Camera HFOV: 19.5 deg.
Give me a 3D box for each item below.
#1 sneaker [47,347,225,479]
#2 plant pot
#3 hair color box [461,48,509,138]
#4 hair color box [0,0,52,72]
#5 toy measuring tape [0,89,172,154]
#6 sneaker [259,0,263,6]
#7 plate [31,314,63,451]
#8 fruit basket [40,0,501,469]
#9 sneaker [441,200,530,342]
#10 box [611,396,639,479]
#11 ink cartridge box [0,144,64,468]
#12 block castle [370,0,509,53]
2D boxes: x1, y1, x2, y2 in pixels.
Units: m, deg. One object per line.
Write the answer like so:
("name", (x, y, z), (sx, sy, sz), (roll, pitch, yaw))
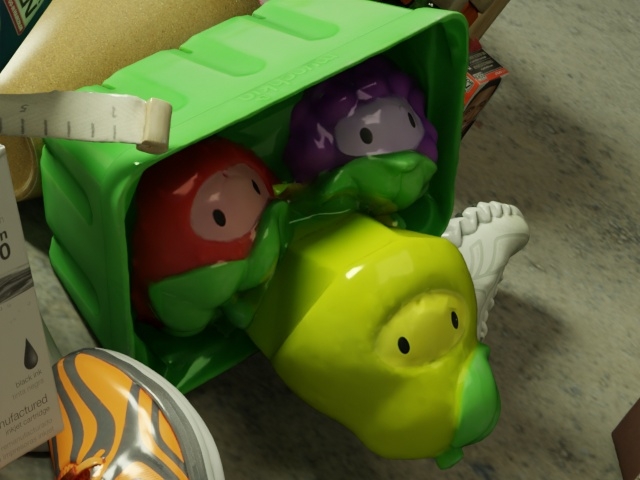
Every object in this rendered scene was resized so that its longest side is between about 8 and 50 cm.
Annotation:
("sneaker", (-0.151, 0.203, 1.243), (0.180, 0.124, 0.321), (1, 45, -43))
("plant pot", (-0.213, -0.143, 1.607), (0.237, 0.237, 0.254), (39, 47, 8))
("hair color box", (0.131, -0.130, 1.950), (0.043, 0.141, 0.072), (43, 33, 14))
("hair color box", (-0.349, -0.097, 1.276), (0.174, 0.105, 0.347), (28, 73, 13))
("toy measuring tape", (-0.265, -0.072, 1.378), (0.330, 0.121, 0.121), (2, 32, 7))
("sneaker", (-0.151, -0.251, 1.904), (0.252, 0.111, 0.103), (35, 7, -43))
("plate", (-0.321, 0.042, 1.389), (0.278, 0.045, 0.277), (4, 43, -40))
("fruit basket", (0.000, 0.000, 1.486), (0.392, 0.283, 0.392), (1, 39, -1))
("sneaker", (0.116, 0.053, 1.735), (0.118, 0.110, 0.292), (49, 42, 10))
("box", (0.395, 0.284, 1.632), (0.191, 0.143, 0.381), (22, 35, -18))
("ink cartridge box", (-0.267, 0.054, 1.199), (0.092, 0.217, 0.158), (14, 34, 41))
("block castle", (0.016, -0.323, 1.940), (0.303, 0.213, 0.453), (39, 3, 23))
